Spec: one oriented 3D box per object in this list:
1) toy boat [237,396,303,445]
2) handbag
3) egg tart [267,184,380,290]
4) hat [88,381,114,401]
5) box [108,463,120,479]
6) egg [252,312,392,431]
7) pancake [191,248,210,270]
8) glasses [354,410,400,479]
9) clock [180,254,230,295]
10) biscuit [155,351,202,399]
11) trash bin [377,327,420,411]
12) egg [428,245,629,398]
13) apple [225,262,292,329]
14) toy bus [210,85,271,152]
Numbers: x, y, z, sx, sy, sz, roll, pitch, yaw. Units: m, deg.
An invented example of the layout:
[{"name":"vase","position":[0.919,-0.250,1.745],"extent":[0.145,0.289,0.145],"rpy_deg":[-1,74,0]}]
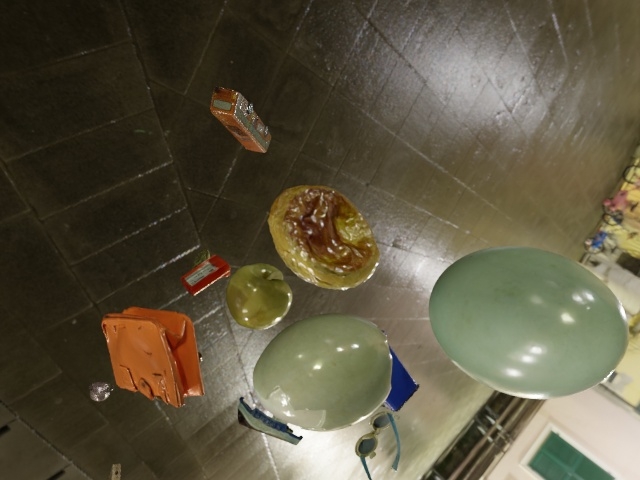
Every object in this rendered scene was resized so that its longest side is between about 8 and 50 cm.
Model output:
[{"name":"toy boat","position":[-0.174,0.622,1.524],"extent":[0.114,0.261,0.115],"rpy_deg":[86,22,-63]},{"name":"handbag","position":[-0.579,0.386,1.470],"extent":[0.116,0.410,0.304],"rpy_deg":[-16,100,-51]},{"name":"egg tart","position":[0.000,0.000,1.565],"extent":[0.443,0.443,0.178],"rpy_deg":[-18,161,-41]},{"name":"hat","position":[-0.543,0.377,1.068],"extent":[0.058,0.087,0.042],"rpy_deg":[9,83,-32]},{"name":"box","position":[-0.621,0.718,1.307],"extent":[0.024,0.053,0.083],"rpy_deg":[10,127,-30]},{"name":"egg","position":[0.001,0.322,1.063],"extent":[0.335,0.278,0.278],"rpy_deg":[-6,128,-14]},{"name":"pancake","position":[-0.446,0.081,1.615],"extent":[0.017,0.108,0.108],"rpy_deg":[33,92,-41]},{"name":"glasses","position":[0.163,0.629,1.287],"extent":[0.190,0.088,0.220],"rpy_deg":[-62,179,13]},{"name":"clock","position":[-0.393,0.124,1.487],"extent":[0.155,0.113,0.061],"rpy_deg":[-35,121,-22]},{"name":"biscuit","position":[-0.653,0.617,1.987],"extent":[0.290,0.208,0.041],"rpy_deg":[-52,144,-51]},{"name":"trash bin","position":[0.169,0.405,1.346],"extent":[0.184,0.234,0.162],"rpy_deg":[-41,-178,-17]},{"name":"egg","position":[0.368,0.148,0.823],"extent":[0.275,0.389,0.276],"rpy_deg":[0,89,-19]},{"name":"apple","position":[-0.268,0.244,1.887],"extent":[0.291,0.292,0.254],"rpy_deg":[2,121,-51]},{"name":"toy bus","position":[-0.257,-0.396,1.464],"extent":[0.409,0.093,0.092],"rpy_deg":[36,66,-80]}]
